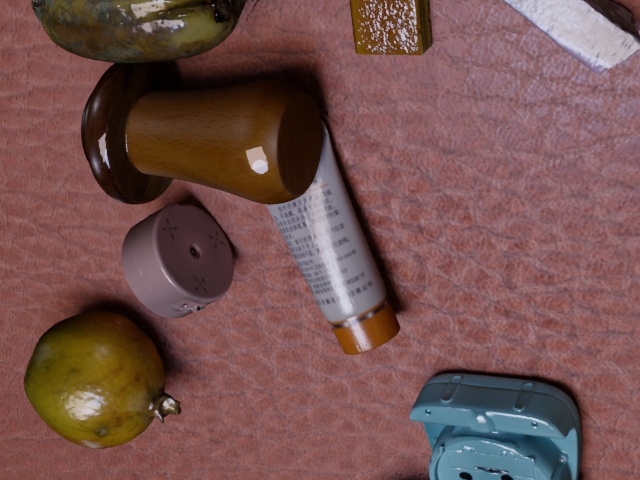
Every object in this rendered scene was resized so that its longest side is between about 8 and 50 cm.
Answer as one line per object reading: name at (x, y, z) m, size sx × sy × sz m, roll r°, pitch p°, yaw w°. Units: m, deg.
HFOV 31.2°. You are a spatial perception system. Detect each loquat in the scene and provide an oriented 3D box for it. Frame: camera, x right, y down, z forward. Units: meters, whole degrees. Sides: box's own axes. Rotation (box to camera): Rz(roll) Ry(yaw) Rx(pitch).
loquat at (-0.328, 0.221, 1.766) m, size 0.246 × 0.213 × 0.214 m, roll 17°, pitch 128°, yaw 16°

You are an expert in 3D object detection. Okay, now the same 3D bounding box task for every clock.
clock at (0.252, 0.316, 1.591) m, size 0.223 × 0.094 × 0.274 m, roll 1°, pitch 121°, yaw 29°

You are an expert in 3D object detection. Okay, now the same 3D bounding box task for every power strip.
power strip at (-0.197, 0.030, 1.593) m, size 0.078 × 0.154 × 0.154 m, roll -25°, pitch 107°, yaw 35°

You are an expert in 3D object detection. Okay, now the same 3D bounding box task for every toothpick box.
toothpick box at (-0.157, -0.133, 1.434) m, size 0.294 × 0.192 × 0.192 m, roll 6°, pitch 124°, yaw 25°

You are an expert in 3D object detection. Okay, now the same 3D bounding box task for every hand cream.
hand cream at (0.000, 0.000, 1.515) m, size 0.139 × 0.089 × 0.314 m, roll -15°, pitch 108°, yaw 30°

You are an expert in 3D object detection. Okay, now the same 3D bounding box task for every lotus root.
lotus root at (-0.221, -0.294, 1.381) m, size 0.274 × 0.160 × 0.152 m, roll 7°, pitch 128°, yaw 21°

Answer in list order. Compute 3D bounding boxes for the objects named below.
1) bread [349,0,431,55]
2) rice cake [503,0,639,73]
bread at (0.079, -0.262, 1.326) m, size 0.090 × 0.035 × 0.094 m, roll 8°, pitch 124°, yaw 24°
rice cake at (0.188, -0.305, 1.225) m, size 0.365 × 0.056 × 0.073 m, roll 35°, pitch 125°, yaw 2°
